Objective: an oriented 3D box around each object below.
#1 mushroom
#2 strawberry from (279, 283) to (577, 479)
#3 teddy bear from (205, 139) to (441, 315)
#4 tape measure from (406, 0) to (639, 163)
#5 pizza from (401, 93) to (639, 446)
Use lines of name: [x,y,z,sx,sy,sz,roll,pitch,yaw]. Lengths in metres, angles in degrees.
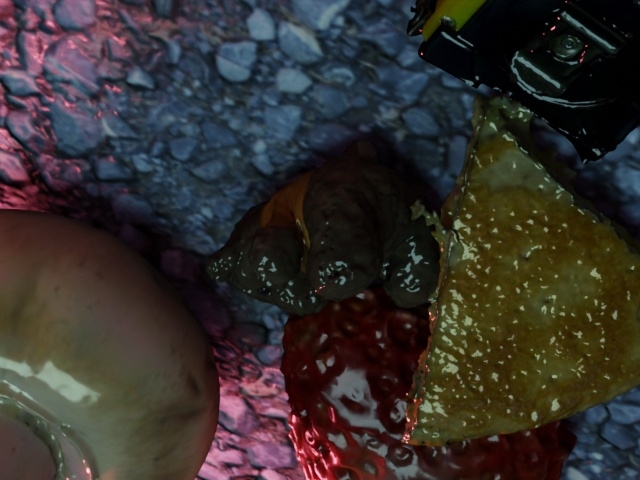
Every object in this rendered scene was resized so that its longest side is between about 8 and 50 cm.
mushroom: [-0.287,0.142,1.706,0.325,0.353,0.353,49,141,18]
strawberry: [0.073,0.191,1.693,0.265,0.149,0.336,-14,126,36]
teddy bear: [0.000,0.000,1.546,0.190,0.140,0.177,-21,166,38]
tape measure: [0.178,-0.163,1.313,0.199,0.112,0.186,30,136,-10]
pizza: [0.174,0.011,1.495,0.280,0.075,0.287,-14,108,-5]
